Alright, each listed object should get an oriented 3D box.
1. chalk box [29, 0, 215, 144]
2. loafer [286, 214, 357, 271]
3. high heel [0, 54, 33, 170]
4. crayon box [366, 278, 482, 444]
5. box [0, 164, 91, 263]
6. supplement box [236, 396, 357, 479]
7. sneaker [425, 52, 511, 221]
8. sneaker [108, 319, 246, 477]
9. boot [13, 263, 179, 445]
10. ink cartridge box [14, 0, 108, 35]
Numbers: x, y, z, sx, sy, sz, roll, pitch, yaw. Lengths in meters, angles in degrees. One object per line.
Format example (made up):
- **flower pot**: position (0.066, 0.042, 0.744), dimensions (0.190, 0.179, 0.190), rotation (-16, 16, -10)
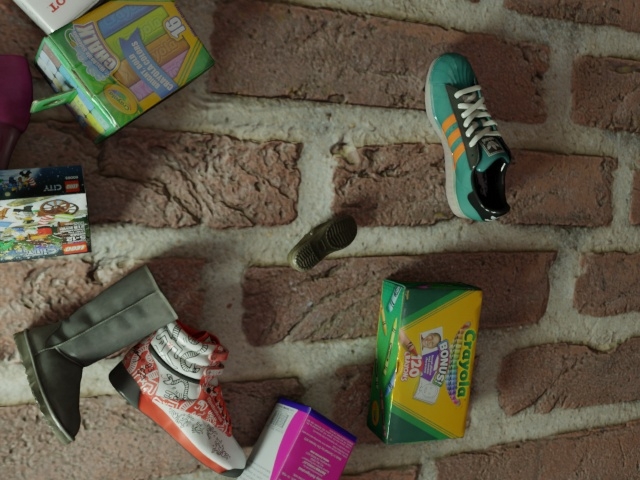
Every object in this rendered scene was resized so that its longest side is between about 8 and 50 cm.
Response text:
- **chalk box**: position (-0.271, -0.215, 0.753), dimensions (0.213, 0.132, 0.132), rotation (-43, 111, -23)
- **loafer**: position (0.000, 0.000, 0.963), dimensions (0.148, 0.050, 0.056), rotation (-30, 112, -33)
- **high heel**: position (-0.550, -0.179, 0.684), dimensions (0.377, 0.127, 0.181), rotation (13, 76, -27)
- **crayon box**: position (0.186, 0.214, 1.051), dimensions (0.165, 0.081, 0.279), rotation (3, 95, -23)
- **box**: position (-0.412, -0.023, 0.724), dimensions (0.233, 0.159, 0.044), rotation (-8, 65, -22)
- **supplement box**: position (-0.054, 0.381, 0.929), dimensions (0.114, 0.111, 0.220), rotation (39, 68, -22)
- **sneaker**: position (0.271, -0.179, 1.014), dimensions (0.108, 0.121, 0.302), rotation (-20, 104, -20)
- **sneaker**: position (-0.174, 0.238, 0.895), dimensions (0.145, 0.090, 0.270), rotation (-46, 109, -9)
- **boot**: position (-0.296, 0.151, 0.813), dimensions (0.208, 0.076, 0.190), rotation (-23, 71, -22)
- **ink cartridge box**: position (-0.357, -0.386, 0.734), dimensions (0.160, 0.092, 0.219), rotation (-46, 112, -11)
